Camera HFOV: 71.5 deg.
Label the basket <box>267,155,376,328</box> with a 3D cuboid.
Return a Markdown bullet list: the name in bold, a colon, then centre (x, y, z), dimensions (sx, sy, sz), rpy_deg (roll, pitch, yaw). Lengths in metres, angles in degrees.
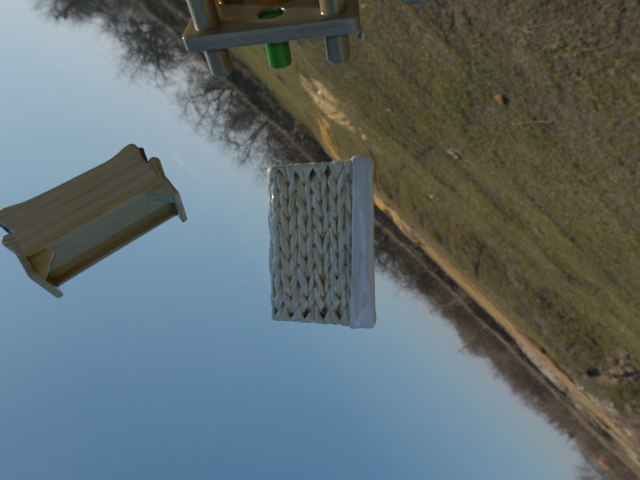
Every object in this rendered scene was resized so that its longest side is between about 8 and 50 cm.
- **basket**: centre (0.000, 0.000, 0.467), dimensions (0.113, 0.103, 0.168), rpy_deg (-100, 8, -85)

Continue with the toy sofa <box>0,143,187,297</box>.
- **toy sofa**: centre (-0.510, -0.051, 1.027), dimensions (0.177, 0.362, 0.150), rpy_deg (49, 159, 14)

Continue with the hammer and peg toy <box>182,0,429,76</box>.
- **hammer and peg toy**: centre (-0.013, -0.382, 0.692), dimensions (0.127, 0.360, 0.266), rpy_deg (79, -171, -48)
